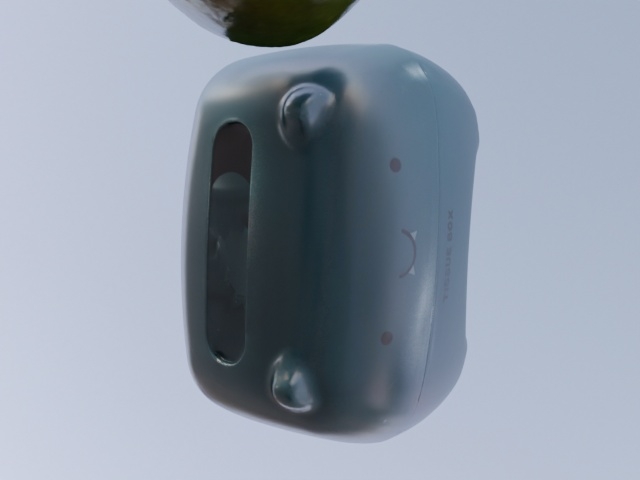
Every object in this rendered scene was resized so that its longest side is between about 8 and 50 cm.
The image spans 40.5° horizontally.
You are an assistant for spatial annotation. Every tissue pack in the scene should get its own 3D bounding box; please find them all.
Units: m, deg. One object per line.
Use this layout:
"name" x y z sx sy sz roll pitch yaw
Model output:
"tissue pack" 0.000 0.000 0.645 0.198 0.206 0.288 8 -85 37

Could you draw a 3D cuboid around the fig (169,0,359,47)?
"fig" -0.027 -0.196 0.482 0.181 0.181 0.191 33 -27 19
